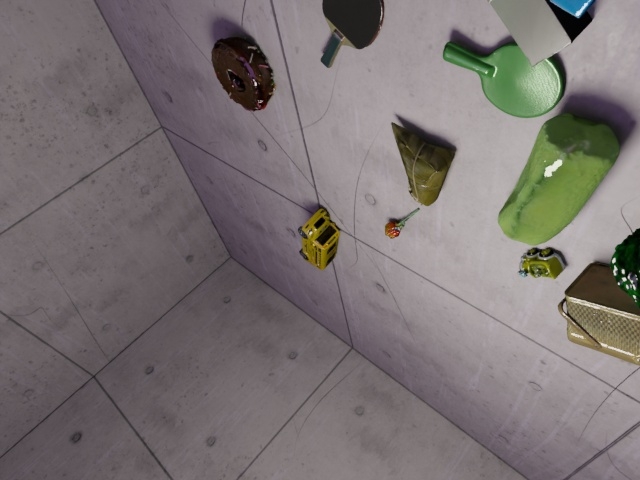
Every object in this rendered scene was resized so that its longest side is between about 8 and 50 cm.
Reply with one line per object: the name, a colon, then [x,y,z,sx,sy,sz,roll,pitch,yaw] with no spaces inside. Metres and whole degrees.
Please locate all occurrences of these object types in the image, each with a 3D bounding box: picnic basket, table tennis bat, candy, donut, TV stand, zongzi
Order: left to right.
donut: [-0.265,-0.576,1.512,0.270,0.103,0.269,40,159,19]
table tennis bat: [0.062,-0.541,1.103,0.173,0.022,0.301,45,156,0]
candy: [0.282,-0.064,1.498,0.060,0.060,0.201,46,150,1]
zongzi: [0.259,-0.207,1.232,0.204,0.094,0.204,41,158,22]
table tennis bat: [0.367,-0.342,0.894,0.257,0.039,0.160,33,155,18]
TV stand: [0.329,-0.437,0.729,0.269,0.088,0.083,49,157,-8]
candy: [0.496,-0.116,0.945,0.142,0.131,0.343,-2,149,2]
picnic basket: [0.698,0.167,0.976,0.267,0.165,0.139,17,133,50]

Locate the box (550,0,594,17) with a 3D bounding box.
box: [0.399,-0.419,0.568,0.073,0.139,0.194,41,157,10]

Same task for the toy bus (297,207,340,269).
toy bus: [0.000,0.000,1.966,0.151,0.145,0.331,38,159,16]

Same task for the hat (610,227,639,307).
hat: [0.705,0.091,0.739,0.332,0.242,0.274,56,167,5]

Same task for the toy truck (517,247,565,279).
toy truck: [0.577,0.071,1.160,0.076,0.077,0.111,54,156,-17]
